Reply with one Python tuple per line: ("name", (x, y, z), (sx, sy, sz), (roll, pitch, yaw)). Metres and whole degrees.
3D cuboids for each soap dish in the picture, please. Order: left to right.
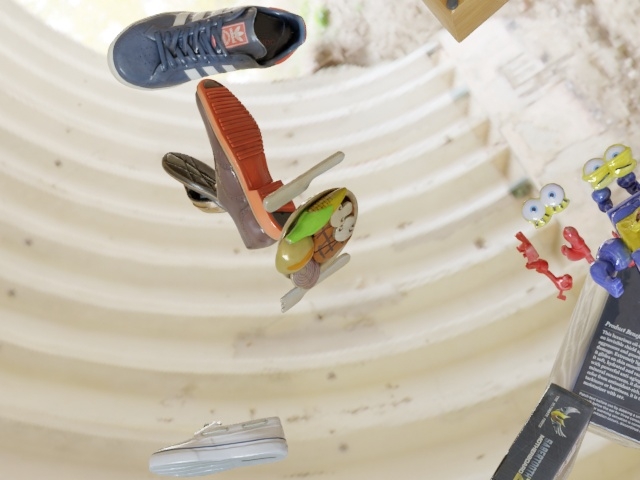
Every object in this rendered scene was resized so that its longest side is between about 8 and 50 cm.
("soap dish", (0.310, -0.572, 1.942), (0.229, 0.291, 0.118), (55, -164, 21))

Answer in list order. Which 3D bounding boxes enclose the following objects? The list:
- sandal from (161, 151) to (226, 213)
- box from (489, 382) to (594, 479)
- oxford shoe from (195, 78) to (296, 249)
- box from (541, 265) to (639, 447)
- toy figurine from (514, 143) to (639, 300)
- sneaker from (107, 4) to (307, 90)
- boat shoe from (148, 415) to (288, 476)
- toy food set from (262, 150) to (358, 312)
("sandal", (-0.183, -0.075, 1.697), (0.219, 0.060, 0.090), (31, -156, -21))
("box", (0.215, 0.295, 1.090), (0.059, 0.232, 0.183), (29, 152, 22))
("oxford shoe", (-0.135, -0.112, 1.483), (0.097, 0.098, 0.271), (-16, -100, -54))
("box", (0.514, 0.185, 1.662), (0.183, 0.293, 0.296), (22, 173, 7))
("toy figurine", (0.452, -0.009, 1.227), (0.191, 0.363, 0.217), (56, -175, -33))
("sneaker", (-0.181, -0.337, 1.661), (0.148, 0.350, 0.131), (7, 113, 59))
("boat shoe", (-0.169, 0.335, 1.617), (0.083, 0.226, 0.075), (101, 163, -57))
("toy food set", (0.000, 0.000, 1.118), (0.038, 0.132, 0.192), (38, 151, 32))
